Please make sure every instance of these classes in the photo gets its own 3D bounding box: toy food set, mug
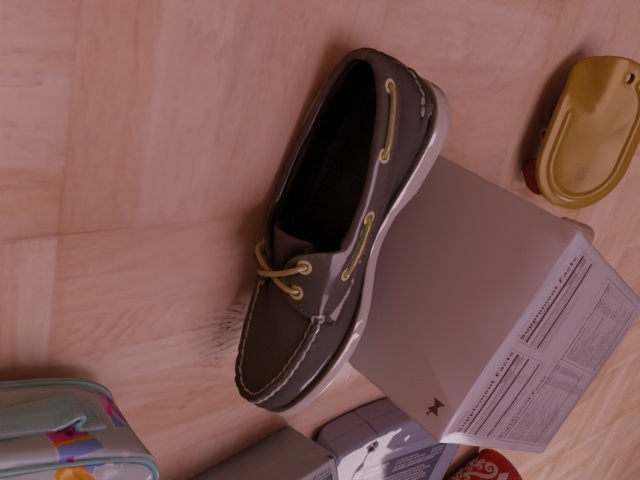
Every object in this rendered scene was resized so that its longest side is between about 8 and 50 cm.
[{"bbox_3d":[0.297,-0.113,0.773,0.128,0.071,0.218,8,113,-21],"label":"toy food set"},{"bbox_3d":[0.250,0.459,1.116,0.169,0.113,0.150,-22,130,-28],"label":"mug"}]

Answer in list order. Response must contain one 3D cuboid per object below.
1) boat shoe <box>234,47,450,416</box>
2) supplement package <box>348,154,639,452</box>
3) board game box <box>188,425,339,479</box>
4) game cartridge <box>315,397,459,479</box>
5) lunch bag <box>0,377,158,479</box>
[{"bbox_3d":[-0.003,-0.002,0.522,0.091,0.109,0.305,18,99,-49],"label":"boat shoe"},{"bbox_3d":[0.154,0.065,0.649,0.262,0.199,0.198,26,98,-51],"label":"supplement package"},{"bbox_3d":[-0.073,0.384,0.673,0.224,0.097,0.303,-19,109,-33],"label":"board game box"},{"bbox_3d":[0.084,0.298,0.875,0.297,0.062,0.198,3,112,-46],"label":"game cartridge"},{"bbox_3d":[-0.252,0.193,0.418,0.279,0.108,0.224,9,109,-48],"label":"lunch bag"}]
